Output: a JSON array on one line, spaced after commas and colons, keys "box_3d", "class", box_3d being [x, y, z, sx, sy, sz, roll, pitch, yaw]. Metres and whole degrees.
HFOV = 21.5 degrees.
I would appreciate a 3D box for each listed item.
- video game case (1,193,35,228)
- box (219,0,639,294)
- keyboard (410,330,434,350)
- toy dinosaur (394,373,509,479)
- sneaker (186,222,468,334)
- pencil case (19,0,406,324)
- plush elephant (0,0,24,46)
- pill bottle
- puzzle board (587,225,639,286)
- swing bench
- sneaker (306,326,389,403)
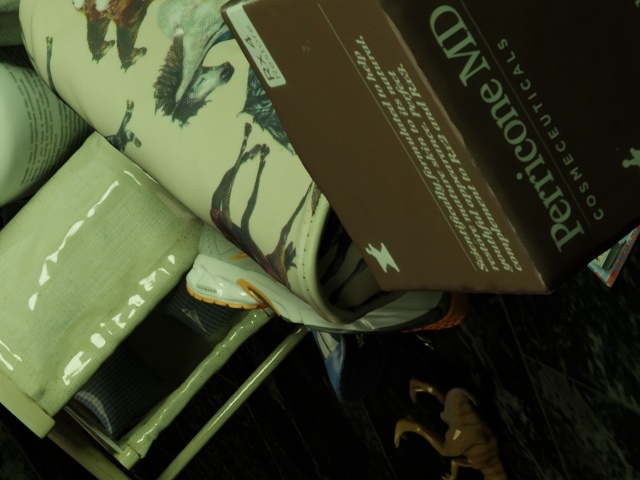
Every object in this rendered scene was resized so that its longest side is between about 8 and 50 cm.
[{"box_3d": [-0.329, -0.105, 1.807, 0.275, 0.035, 0.248, 114, 151, -67], "class": "video game case"}, {"box_3d": [0.098, -0.097, 0.787, 0.168, 0.203, 0.167, 58, 160, -12], "class": "box"}, {"box_3d": [0.015, -0.021, 1.356, 0.317, 0.033, 0.201, 27, 145, 54], "class": "keyboard"}, {"box_3d": [0.116, 0.148, 1.380, 0.112, 0.064, 0.211, 18, 153, 31], "class": "toy dinosaur"}, {"box_3d": [0.000, 0.000, 1.248, 0.262, 0.099, 0.121, 10, 97, 41], "class": "sneaker"}, {"box_3d": [-0.059, -0.111, 1.194, 0.410, 0.183, 0.160, 37, -178, 41], "class": "pencil case"}, {"box_3d": [-0.333, -0.300, 1.389, 0.272, 0.330, 0.255, 42, 139, 50], "class": "plush elephant"}, {"box_3d": [-0.296, -0.111, 1.498, 0.160, 0.283, 0.160, 9, 110, 26], "class": "pill bottle"}, {"box_3d": [0.159, -0.031, 1.038, 0.096, 0.011, 0.128, 48, 160, 18], "class": "puzzle board"}, {"box_3d": [-0.171, 0.066, 1.502, 0.165, 0.253, 0.254, 36, 171, 41], "class": "swing bench"}, {"box_3d": [0.017, 0.068, 1.375, 0.059, 0.053, 0.144, 32, 141, 46], "class": "sneaker"}]
